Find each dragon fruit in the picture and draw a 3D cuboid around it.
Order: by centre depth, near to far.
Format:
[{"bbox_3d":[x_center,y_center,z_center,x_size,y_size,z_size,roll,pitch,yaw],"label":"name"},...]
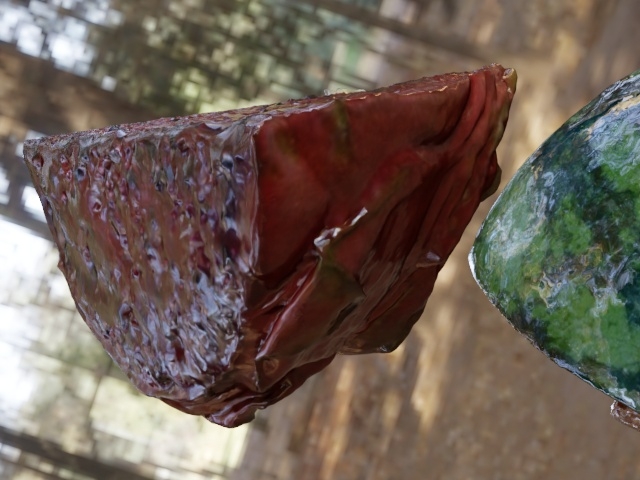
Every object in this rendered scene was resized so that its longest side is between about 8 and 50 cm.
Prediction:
[{"bbox_3d":[0.000,0.000,0.809,0.317,0.205,0.152,2,105,64],"label":"dragon fruit"}]

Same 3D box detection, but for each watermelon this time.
[{"bbox_3d":[0.289,0.008,1.004,0.250,0.292,0.283,-64,28,27],"label":"watermelon"}]
